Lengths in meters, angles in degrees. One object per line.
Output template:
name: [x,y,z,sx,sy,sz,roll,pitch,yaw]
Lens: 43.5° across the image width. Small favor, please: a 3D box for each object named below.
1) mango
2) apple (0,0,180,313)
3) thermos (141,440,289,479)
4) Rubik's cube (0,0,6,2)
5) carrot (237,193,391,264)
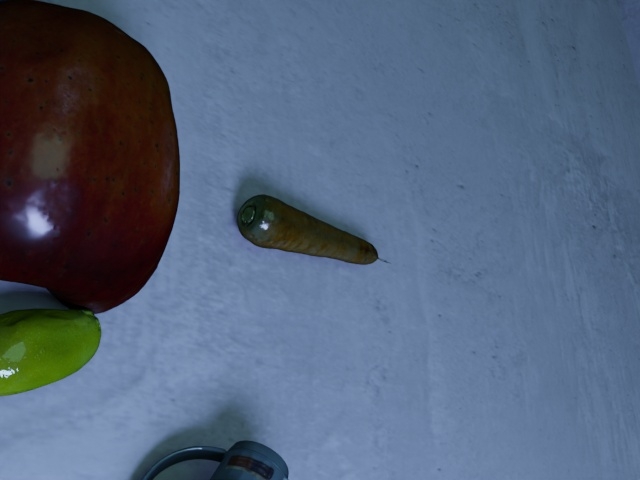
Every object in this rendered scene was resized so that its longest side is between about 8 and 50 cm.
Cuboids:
mango: [-0.307,0.113,0.872,0.165,0.074,0.091,-23,85,-46]
apple: [-0.321,-0.101,0.940,0.329,0.295,0.365,67,25,-57]
thermos: [-0.139,0.345,0.876,0.182,0.145,0.287,22,45,7]
Rubik's cube: [-0.430,-0.442,0.840,0.291,0.290,0.291,48,43,9]
carrot: [0.000,0.000,1.229,0.298,0.078,0.078,19,57,-40]
